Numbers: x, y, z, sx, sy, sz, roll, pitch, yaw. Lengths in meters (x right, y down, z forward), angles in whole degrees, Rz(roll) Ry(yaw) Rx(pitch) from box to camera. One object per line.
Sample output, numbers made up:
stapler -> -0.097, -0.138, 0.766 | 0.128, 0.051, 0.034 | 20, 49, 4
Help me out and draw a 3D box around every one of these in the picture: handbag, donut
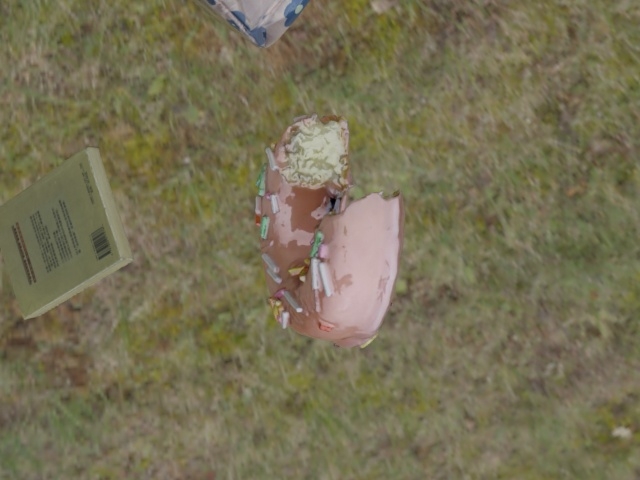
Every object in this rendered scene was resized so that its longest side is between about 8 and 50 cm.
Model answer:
handbag -> -0.094, -0.371, 1.637 | 0.193, 0.251, 0.190 | -45, 117, 0
donut -> 0.000, 0.000, 1.254 | 0.085, 0.233, 0.199 | 0, 119, -22

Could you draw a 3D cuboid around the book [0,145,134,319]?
book -> -0.342, -0.005, 1.743 | 0.231, 0.161, 0.026 | -27, 168, 39
